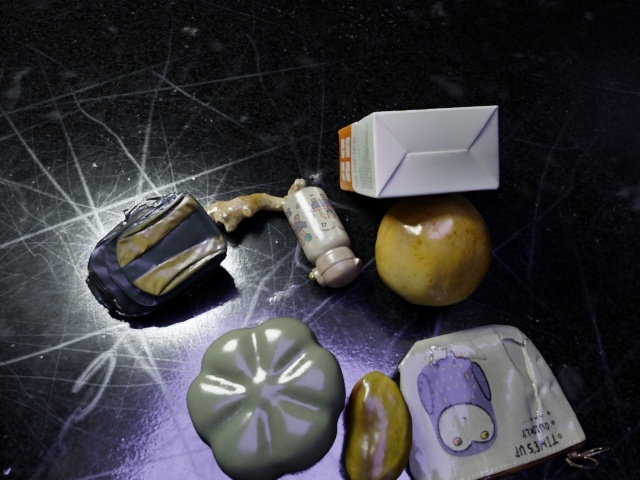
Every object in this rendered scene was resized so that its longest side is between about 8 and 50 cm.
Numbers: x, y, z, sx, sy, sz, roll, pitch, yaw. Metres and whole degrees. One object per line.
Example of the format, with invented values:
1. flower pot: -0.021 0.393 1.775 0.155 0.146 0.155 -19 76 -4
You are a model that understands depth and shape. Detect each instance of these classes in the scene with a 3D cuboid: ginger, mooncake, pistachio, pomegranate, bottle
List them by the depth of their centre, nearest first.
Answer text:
1. pistachio: 0.098 0.317 0.765 0.110 0.100 0.189 3 62 3
2. mooncake: -0.087 0.259 0.772 0.275 0.135 0.274 0 63 0
3. pomegranate: 0.211 0.012 0.881 0.233 0.233 0.233 2 61 -3
4. bottle: 0.000 0.000 0.944 0.110 0.097 0.209 -30 65 7
5. ginger: -0.162 -0.064 0.981 0.288 0.075 0.089 -18 42 -9

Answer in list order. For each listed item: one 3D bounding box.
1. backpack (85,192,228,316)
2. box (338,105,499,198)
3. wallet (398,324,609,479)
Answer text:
1. backpack: -0.317 0.033 0.875 0.258 0.133 0.206 -37 96 -12
2. box: 0.171 -0.169 0.914 0.225 0.341 0.143 -5 98 -7
3. wallet: 0.297 0.292 0.815 0.336 0.068 0.274 -12 64 -9
